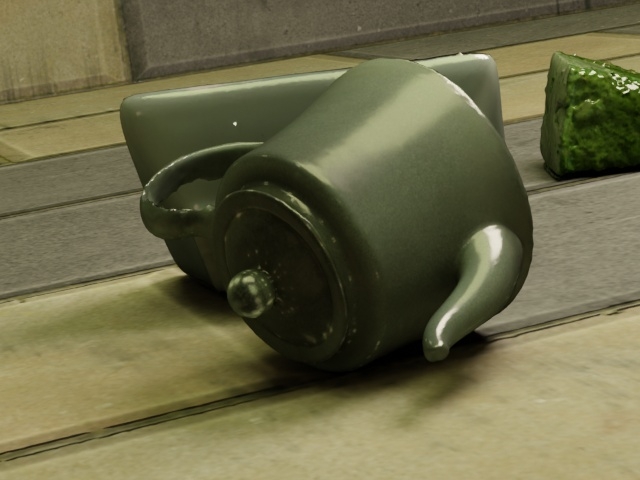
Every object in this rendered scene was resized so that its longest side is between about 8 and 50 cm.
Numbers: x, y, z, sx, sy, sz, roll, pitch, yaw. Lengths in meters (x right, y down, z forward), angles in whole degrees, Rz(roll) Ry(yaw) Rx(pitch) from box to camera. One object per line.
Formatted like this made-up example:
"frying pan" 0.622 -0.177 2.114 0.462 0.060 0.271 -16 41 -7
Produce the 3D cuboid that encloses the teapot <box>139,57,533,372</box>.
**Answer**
"teapot" 0.000 0.000 0.819 0.239 0.162 0.149 27 44 36

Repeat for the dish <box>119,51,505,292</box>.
"dish" 0.003 -0.022 0.980 0.243 0.182 0.080 -7 51 7

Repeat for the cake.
"cake" 0.306 -0.119 1.286 0.235 0.099 0.100 -6 14 -2
